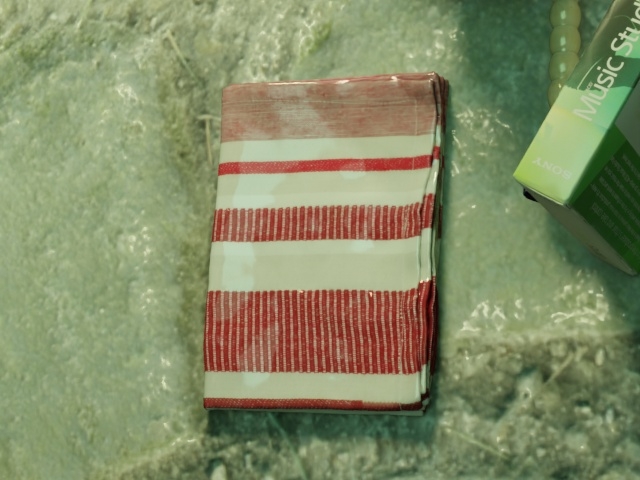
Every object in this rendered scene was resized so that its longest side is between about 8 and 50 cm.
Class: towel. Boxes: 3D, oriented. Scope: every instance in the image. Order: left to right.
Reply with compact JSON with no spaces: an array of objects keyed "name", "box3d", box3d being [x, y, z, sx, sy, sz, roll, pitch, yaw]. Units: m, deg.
[{"name":"towel","box3d":[0.000,0.000,1.301,0.237,0.037,0.329,-2,77,23]}]

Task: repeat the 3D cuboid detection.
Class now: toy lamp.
[{"name":"toy lamp","box3d":[0.220,-0.174,1.231,0.080,0.080,0.274,-3,75,22]}]

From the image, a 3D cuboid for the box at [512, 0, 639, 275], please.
[{"name":"box","box3d":[0.288,-0.145,1.111,0.058,0.232,0.322,28,88,30]}]
